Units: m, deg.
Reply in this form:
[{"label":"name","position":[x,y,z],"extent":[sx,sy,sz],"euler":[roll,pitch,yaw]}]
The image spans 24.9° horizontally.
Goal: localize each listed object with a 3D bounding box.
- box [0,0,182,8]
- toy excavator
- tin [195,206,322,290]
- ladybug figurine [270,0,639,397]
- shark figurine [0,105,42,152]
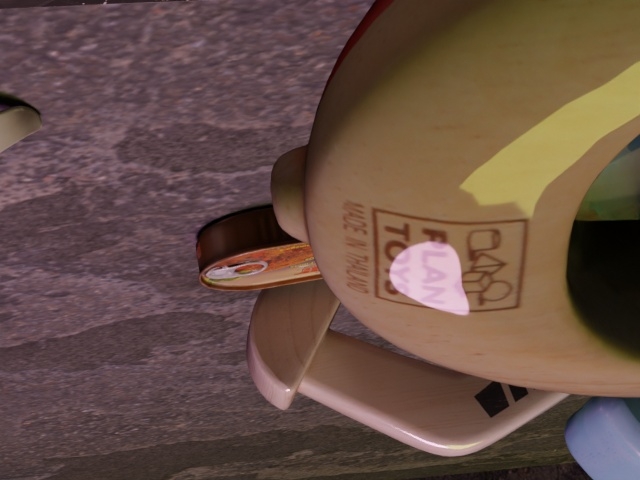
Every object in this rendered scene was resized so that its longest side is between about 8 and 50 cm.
[{"label":"box","position":[-0.029,-0.160,0.511],"extent":[0.183,0.056,0.231],"euler":[-4,162,-19]},{"label":"toy excavator","position":[0.222,0.103,1.182],"extent":[0.445,0.433,0.222],"euler":[-36,169,-16]},{"label":"tin","position":[0.000,0.000,1.089],"extent":[0.190,0.040,0.106],"euler":[-9,159,-5]},{"label":"ladybug figurine","position":[0.200,-0.066,0.616],"extent":[0.449,0.162,0.305],"euler":[-6,139,-3]},{"label":"shark figurine","position":[-0.249,0.009,0.802],"extent":[0.116,0.278,0.166],"euler":[22,-150,22]}]
